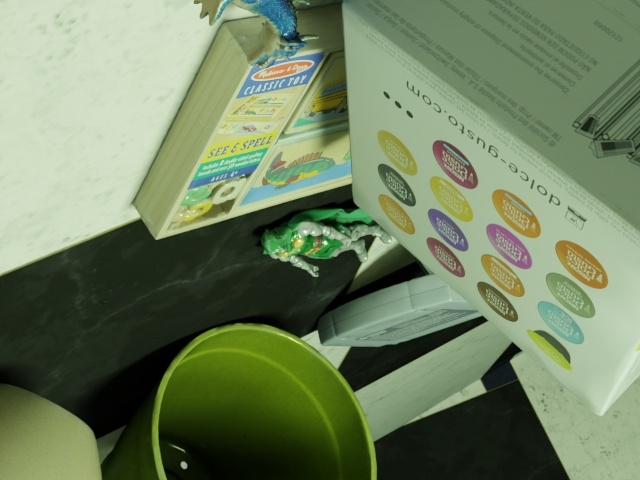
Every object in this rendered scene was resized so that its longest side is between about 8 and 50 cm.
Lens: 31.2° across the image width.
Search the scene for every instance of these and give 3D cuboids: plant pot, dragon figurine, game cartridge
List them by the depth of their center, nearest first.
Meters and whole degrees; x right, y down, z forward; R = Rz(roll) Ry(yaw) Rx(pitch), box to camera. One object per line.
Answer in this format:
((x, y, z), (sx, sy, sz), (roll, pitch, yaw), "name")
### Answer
((-0.015, -0.234, 0.853), (0.144, 0.085, 0.289), (-19, 161, -42), "dragon figurine")
((-0.365, 0.279, 1.322), (0.284, 0.284, 0.191), (100, 14, -65), "plant pot")
((-0.165, 0.358, 1.718), (0.366, 0.366, 0.353), (-16, 166, -42), "plant pot")
((0.142, 0.114, 1.842), (0.196, 0.060, 0.294), (0, 162, -45), "game cartridge")

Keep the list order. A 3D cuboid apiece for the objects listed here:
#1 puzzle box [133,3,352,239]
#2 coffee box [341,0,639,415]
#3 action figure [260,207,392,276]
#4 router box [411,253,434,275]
((0.024, -0.143, 1.196), (0.409, 0.052, 0.272), (-18, 155, -38), "puzzle box")
((0.258, -0.113, 1.029), (0.338, 0.337, 0.334), (-41, 158, -17), "coffee box")
((0.000, 0.000, 1.498), (0.137, 0.063, 0.232), (-42, 156, 31), "action figure")
((0.292, -0.001, 1.931), (0.243, 0.081, 0.309), (-36, 161, 7), "router box")
